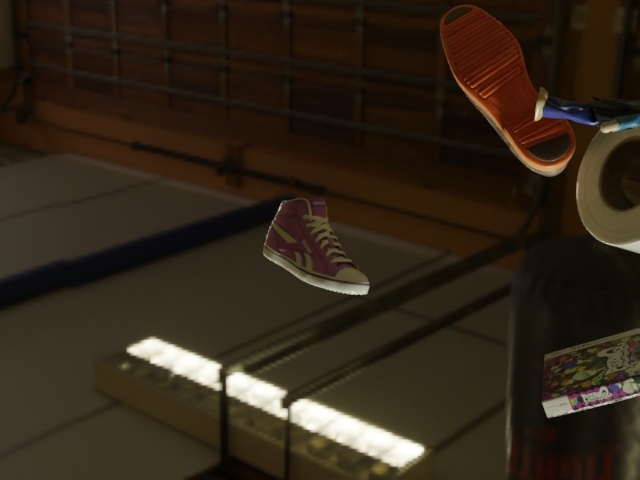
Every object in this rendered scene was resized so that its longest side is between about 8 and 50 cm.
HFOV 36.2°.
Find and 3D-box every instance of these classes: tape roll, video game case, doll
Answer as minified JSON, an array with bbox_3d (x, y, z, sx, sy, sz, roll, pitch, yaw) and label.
[{"bbox_3d":[0.578,-0.092,1.652,0.169,0.246,0.246,15,-170,-29],"label":"tape roll"},{"bbox_3d":[0.533,0.250,1.880,0.210,0.042,0.232,-20,-169,19],"label":"video game case"},{"bbox_3d":[0.398,-0.178,1.368,0.189,0.046,0.129,8,-156,14],"label":"doll"}]

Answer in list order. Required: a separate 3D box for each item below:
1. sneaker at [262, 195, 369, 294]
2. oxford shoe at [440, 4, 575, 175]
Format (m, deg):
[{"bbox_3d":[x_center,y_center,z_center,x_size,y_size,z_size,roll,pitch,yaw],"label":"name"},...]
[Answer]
[{"bbox_3d":[-0.001,0.000,1.966,0.282,0.161,0.102,27,-166,37],"label":"sneaker"},{"bbox_3d":[0.329,-0.266,1.791,0.130,0.364,0.133,-28,165,1],"label":"oxford shoe"}]
